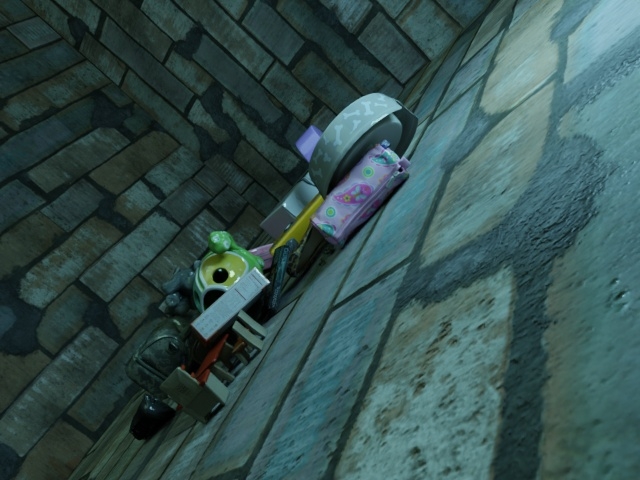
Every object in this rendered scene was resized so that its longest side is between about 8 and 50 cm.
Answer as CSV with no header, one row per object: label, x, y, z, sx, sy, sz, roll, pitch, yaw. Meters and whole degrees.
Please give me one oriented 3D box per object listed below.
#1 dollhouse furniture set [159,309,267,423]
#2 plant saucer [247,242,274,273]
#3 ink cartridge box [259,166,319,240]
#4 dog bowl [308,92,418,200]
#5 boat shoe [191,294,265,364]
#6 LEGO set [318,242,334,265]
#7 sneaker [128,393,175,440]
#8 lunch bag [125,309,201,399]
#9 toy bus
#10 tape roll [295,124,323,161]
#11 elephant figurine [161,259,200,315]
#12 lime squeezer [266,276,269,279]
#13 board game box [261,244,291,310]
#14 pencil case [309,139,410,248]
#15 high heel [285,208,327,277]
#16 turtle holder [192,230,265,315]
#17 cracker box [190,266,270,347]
dollhouse furniture set,-0.277,0.310,1.265,0.262,0.135,0.259,-46,9,12
plant saucer,-0.279,0.103,1.983,0.331,0.084,0.332,-21,-6,-2
ink cartridge box,-0.042,-0.181,2.147,0.395,0.166,0.285,-53,10,-28
dog bowl,0.111,-0.248,1.419,0.348,0.102,0.349,-39,-20,-17
boat shoe,-0.260,0.258,1.552,0.307,0.111,0.104,-42,1,-26
LEGO set,0.021,0.035,1.402,0.083,0.023,0.054,-65,11,-15
sneaker,-0.537,0.561,1.620,0.130,0.109,0.286,-60,4,-27
lunch bag,-0.550,0.400,1.939,0.256,0.212,0.305,-52,6,17
toy bus,-0.024,-0.057,1.707,0.333,0.108,0.130,-48,9,-1
tape roll,0.038,-0.294,1.891,0.090,0.275,0.275,-45,9,15
elephant figurine,-0.509,0.180,1.906,0.185,0.170,0.239,-22,5,-16
lime squeezer,-0.273,0.185,2.124,0.109,0.059,0.310,-18,1,-13
board game box,-0.129,0.109,1.501,0.126,0.026,0.186,159,124,-73
pencil case,0.102,-0.116,1.326,0.284,0.124,0.124,-46,9,5
high heel,0.000,0.000,1.521,0.261,0.093,0.186,-38,28,18
turtle holder,-0.300,0.136,1.717,0.320,0.243,0.227,-61,5,22
cracker box,-0.250,0.187,1.431,0.232,0.067,0.156,-42,-6,-22
